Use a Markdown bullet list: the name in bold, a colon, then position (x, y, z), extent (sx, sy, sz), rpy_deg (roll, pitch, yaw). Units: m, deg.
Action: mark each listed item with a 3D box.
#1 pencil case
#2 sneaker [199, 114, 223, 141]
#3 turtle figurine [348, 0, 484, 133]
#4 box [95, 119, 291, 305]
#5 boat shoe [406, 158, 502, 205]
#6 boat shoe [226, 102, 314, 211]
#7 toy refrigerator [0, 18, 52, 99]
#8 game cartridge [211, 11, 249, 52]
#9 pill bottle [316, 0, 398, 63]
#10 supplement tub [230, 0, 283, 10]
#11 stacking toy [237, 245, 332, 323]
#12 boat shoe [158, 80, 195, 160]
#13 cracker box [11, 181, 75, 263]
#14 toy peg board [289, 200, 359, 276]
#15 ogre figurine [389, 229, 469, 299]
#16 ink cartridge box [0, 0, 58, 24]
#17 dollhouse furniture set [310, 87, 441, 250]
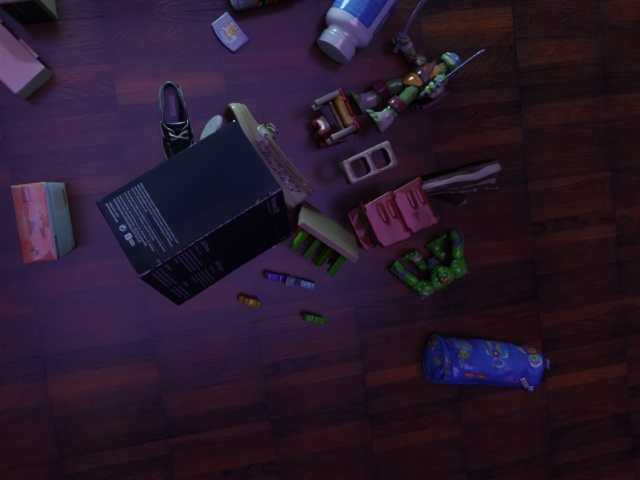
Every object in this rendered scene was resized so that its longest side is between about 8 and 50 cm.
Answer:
- **pencil case**: position (0.419, 0.318, 1.686), extent (0.306, 0.133, 0.119), rpy_deg (8, 126, -12)
- **sneaker**: position (-0.243, -0.220, 1.545), extent (0.070, 0.051, 0.134), rpy_deg (30, 68, -41)
- **turtle figurine**: position (0.200, -0.394, 1.535), extent (0.266, 0.275, 0.197), rpy_deg (-36, 86, 2)
- **box**: position (-0.244, -0.041, 1.390), extent (0.313, 0.343, 0.178), rpy_deg (-31, 77, -8)
- **boat shoe**: position (0.341, -0.130, 1.652), extent (0.258, 0.095, 0.095), rpy_deg (-15, 103, -11)
- **boat shoe**: position (-0.121, -0.205, 1.548), extent (0.089, 0.105, 0.285), rpy_deg (-35, 111, -12)
- **toy refrigerator**: position (-0.703, -0.433, 1.398), extent (0.094, 0.102, 0.269), rpy_deg (-44, 101, -6)
- **game cartridge**: position (-0.212, -0.482, 1.543), extent (0.056, 0.017, 0.083), rpy_deg (-41, 101, -2)
- **pill bottle**: position (0.089, -0.531, 1.547), extent (0.124, 0.124, 0.221), rpy_deg (35, 86, -13)
- **supplement tub**: position (-0.116, -0.598, 1.502), extent (0.191, 0.117, 0.116), rpy_deg (-16, 98, -10)
- **stacking toy**: position (-0.072, 0.098, 1.607), extent (0.221, 0.052, 0.166), rpy_deg (16, 93, -15)
- **boat shoe**: position (-0.331, -0.251, 1.508), extent (0.078, 0.070, 0.219), rpy_deg (-13, 97, -11)
- **cracker box**: position (-0.577, -0.043, 1.390), extent (0.067, 0.232, 0.155), rpy_deg (-7, 96, -11)
- **toy peg board**: position (0.000, 0.000, 1.567), extent (0.161, 0.160, 0.079), rpy_deg (34, 107, -13)
- **ogre figurine**: position (0.288, 0.064, 1.660), extent (0.197, 0.097, 0.118), rpy_deg (-27, 82, -24)
- **ink cartridge box**: position (-0.625, -0.582, 1.355), extent (0.088, 0.193, 0.234), rpy_deg (-12, 96, -9)
- **dollhouse furniture set**: position (0.115, -0.168, 1.553), extent (0.152, 0.201, 0.373), rpy_deg (-25, 93, -9)
